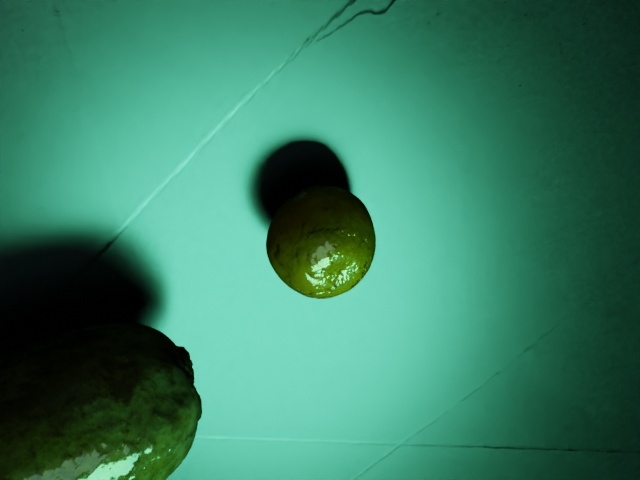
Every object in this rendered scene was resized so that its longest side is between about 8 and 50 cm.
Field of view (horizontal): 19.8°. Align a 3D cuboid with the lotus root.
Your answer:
[{"bbox_3d":[-0.207,0.144,1.292,0.260,0.145,0.128,-20,135,-6],"label":"lotus root"}]

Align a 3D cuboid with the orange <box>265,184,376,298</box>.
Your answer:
[{"bbox_3d":[0.000,0.000,1.303,0.083,0.070,0.083,-15,135,-15],"label":"orange"}]
